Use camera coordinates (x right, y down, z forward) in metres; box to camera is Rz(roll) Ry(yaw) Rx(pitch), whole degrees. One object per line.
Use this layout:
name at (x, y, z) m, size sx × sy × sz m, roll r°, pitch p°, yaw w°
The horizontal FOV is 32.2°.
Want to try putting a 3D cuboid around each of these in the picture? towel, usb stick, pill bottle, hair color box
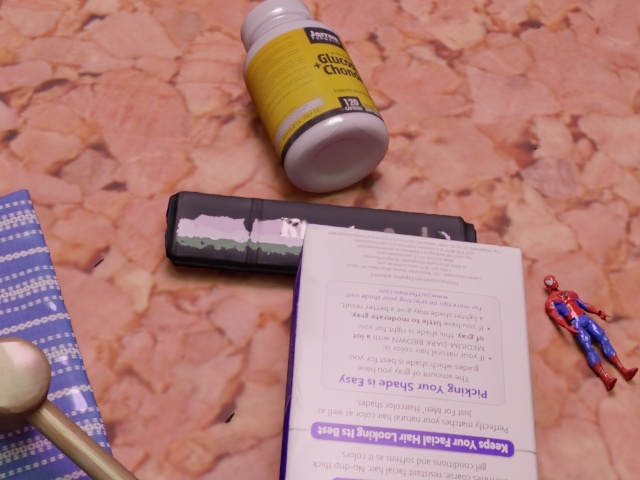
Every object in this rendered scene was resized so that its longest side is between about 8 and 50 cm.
towel at (-0.311, 0.110, 0.874) m, size 0.243 × 0.040 × 0.336 m, roll -15°, pitch 57°, yaw -18°
usb stick at (0.000, 0.000, 0.986) m, size 0.278 × 0.045 × 0.077 m, roll 5°, pitch 53°, yaw -3°
pill bottle at (-0.013, -0.143, 1.052) m, size 0.103 × 0.103 × 0.184 m, roll -14°, pitch 58°, yaw -16°
hair color box at (0.063, 0.158, 0.842) m, size 0.185 × 0.110 × 0.339 m, roll 7°, pitch 52°, yaw -3°

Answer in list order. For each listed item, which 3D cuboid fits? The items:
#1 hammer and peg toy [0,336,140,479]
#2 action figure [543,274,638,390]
hammer and peg toy at (-0.223, 0.237, 0.704) m, size 0.266 × 0.127 × 0.361 m, roll 27°, pitch 60°, yaw 2°
action figure at (0.231, 0.075, 0.972) m, size 0.038 × 0.030 × 0.115 m, roll -25°, pitch 59°, yaw -17°
